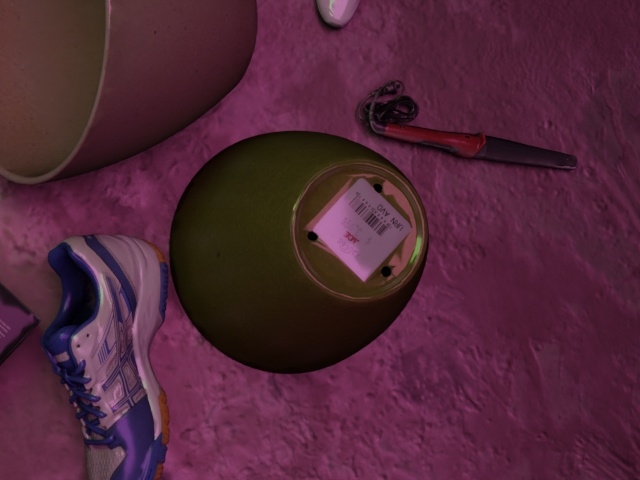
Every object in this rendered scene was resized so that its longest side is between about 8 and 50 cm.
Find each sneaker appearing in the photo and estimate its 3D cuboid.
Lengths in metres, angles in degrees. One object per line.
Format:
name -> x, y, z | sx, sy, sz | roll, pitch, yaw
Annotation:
sneaker -> -0.236, 0.138, 1.508 | 0.131, 0.112, 0.296 | 10, 71, -45
sneaker -> 0.033, -0.319, 1.662 | 0.053, 0.061, 0.152 | 15, 83, -15

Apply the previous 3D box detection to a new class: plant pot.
plant pot -> 0.000, 0.000, 1.504 | 0.275, 0.293, 0.275 | 1, 84, -14

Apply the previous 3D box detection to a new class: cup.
cup -> -0.207, -0.227, 1.489 | 0.237, 0.331, 0.331 | -6, 86, -41

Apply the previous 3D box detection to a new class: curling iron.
curling iron -> 0.176, -0.125, 1.694 | 0.274, 0.035, 0.068 | 15, 82, -12

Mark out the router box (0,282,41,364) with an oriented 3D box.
router box -> -0.482, 0.068, 1.483 | 0.309, 0.081, 0.243 | 44, 77, -7
